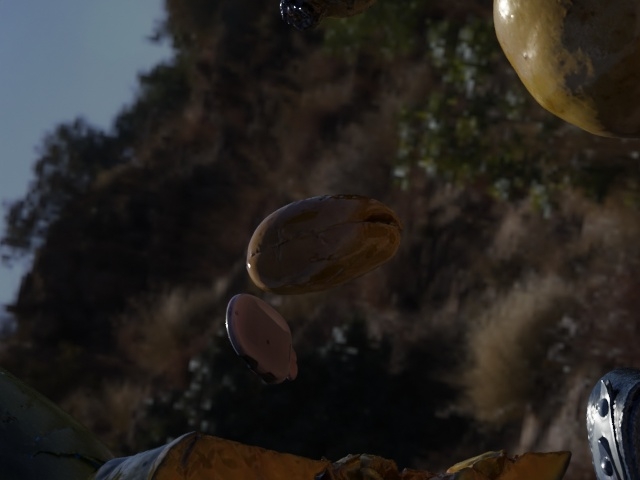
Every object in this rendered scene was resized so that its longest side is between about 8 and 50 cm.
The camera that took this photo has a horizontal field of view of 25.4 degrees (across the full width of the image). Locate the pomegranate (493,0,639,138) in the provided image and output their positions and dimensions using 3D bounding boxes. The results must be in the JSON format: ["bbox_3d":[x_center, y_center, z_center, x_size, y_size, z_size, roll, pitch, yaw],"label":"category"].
[{"bbox_3d":[0.319,-0.252,1.433,0.307,0.307,0.307,10,-90,-90],"label":"pomegranate"}]

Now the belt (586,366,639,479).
[{"bbox_3d":[0.335,0.228,1.351,0.128,0.122,0.218,167,88,-76],"label":"belt"}]

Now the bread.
[{"bbox_3d":[0.000,0.000,1.641,0.077,0.189,0.114,61,-164,-53],"label":"bread"}]

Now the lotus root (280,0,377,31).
[{"bbox_3d":[0.041,-0.401,1.863,0.284,0.160,0.146,-57,-18,-4],"label":"lotus root"}]

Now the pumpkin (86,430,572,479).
[{"bbox_3d":[-0.017,0.159,0.809,0.280,0.190,0.139,-43,4,-29],"label":"pumpkin"}]

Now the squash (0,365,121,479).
[{"bbox_3d":[-0.215,0.123,0.924,0.087,0.331,0.087,-44,-27,-30],"label":"squash"}]

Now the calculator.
[{"bbox_3d":[-0.073,0.131,1.861,0.166,0.024,0.103,43,-140,-45],"label":"calculator"}]
